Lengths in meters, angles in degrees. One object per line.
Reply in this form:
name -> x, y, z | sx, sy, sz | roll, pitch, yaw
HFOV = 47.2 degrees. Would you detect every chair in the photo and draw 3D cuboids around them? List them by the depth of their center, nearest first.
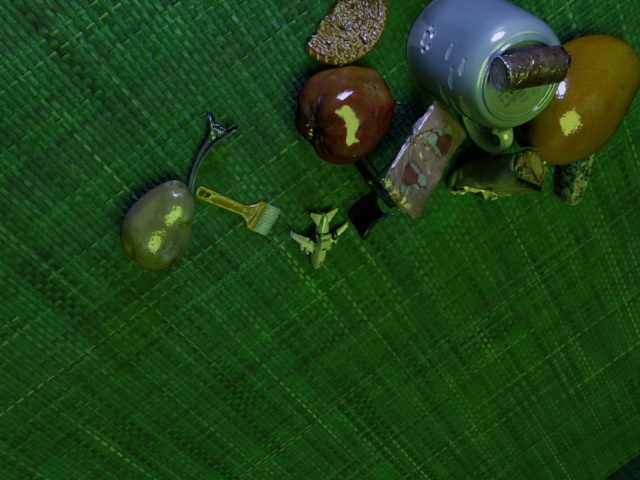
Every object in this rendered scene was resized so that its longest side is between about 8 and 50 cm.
chair -> 0.133, -0.129, 1.744 | 0.221, 0.140, 0.145 | -41, 123, 10

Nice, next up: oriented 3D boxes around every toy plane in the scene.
toy plane -> 0.000, 0.000, 1.812 | 0.162, 0.065, 0.171 | -12, 120, -29

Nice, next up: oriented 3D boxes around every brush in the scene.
brush -> -0.197, -0.077, 1.712 | 0.218, 0.010, 0.082 | 22, 110, -31

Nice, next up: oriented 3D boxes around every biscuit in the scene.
biscuit -> 0.069, -0.448, 1.539 | 0.206, 0.126, 0.025 | -49, 168, 9

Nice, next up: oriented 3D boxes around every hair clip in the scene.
hair clip -> -0.260, -0.168, 1.615 | 0.070, 0.039, 0.229 | 25, 114, -12

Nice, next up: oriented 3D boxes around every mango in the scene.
mango -> 0.625, -0.348, 1.765 | 0.378, 0.221, 0.263 | -39, 116, -14

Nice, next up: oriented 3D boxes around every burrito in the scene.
burrito -> 0.444, -0.156, 1.759 | 0.175, 0.348, 0.107 | -5, 87, -16

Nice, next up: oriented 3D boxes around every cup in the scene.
cup -> 0.370, -0.350, 1.618 | 0.260, 0.274, 0.356 | -19, 124, -10

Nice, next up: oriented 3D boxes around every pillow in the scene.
pillow -> 0.227, -0.182, 1.632 | 0.135, 0.049, 0.248 | 42, 72, -34

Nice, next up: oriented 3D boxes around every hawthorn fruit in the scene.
hawthorn fruit -> 0.074, -0.279, 1.594 | 0.248, 0.208, 0.207 | -24, 128, -30

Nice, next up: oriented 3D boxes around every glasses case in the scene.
glasses case -> 0.678, -0.213, 1.949 | 0.065, 0.087, 0.247 | -15, 127, -20

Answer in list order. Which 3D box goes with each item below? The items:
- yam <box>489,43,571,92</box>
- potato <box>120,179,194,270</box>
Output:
yam -> 0.409, -0.334, 1.427 | 0.141, 0.079, 0.079 | -12, 124, -14
potato -> -0.344, -0.038, 1.589 | 0.157, 0.157, 0.194 | 21, 111, -32
